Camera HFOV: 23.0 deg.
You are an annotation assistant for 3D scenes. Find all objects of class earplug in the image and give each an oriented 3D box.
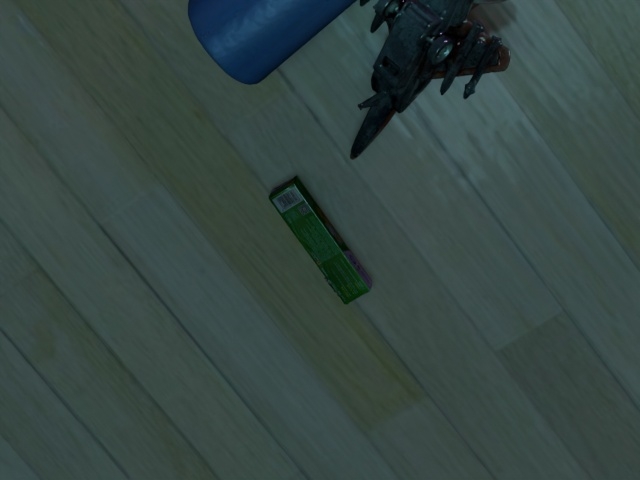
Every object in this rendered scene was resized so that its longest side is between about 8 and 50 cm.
[{"bbox_3d":[-0.013,-0.310,1.840,0.273,0.132,0.132,-33,104,26],"label":"earplug"}]

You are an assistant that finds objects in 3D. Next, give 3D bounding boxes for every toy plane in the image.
[{"bbox_3d":[0.104,-0.219,1.890,0.223,0.104,0.326,44,119,19],"label":"toy plane"}]

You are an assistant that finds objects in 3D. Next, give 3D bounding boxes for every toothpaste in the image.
[{"bbox_3d":[0.000,0.000,2.036,0.043,0.037,0.178,-32,105,16],"label":"toothpaste"}]
